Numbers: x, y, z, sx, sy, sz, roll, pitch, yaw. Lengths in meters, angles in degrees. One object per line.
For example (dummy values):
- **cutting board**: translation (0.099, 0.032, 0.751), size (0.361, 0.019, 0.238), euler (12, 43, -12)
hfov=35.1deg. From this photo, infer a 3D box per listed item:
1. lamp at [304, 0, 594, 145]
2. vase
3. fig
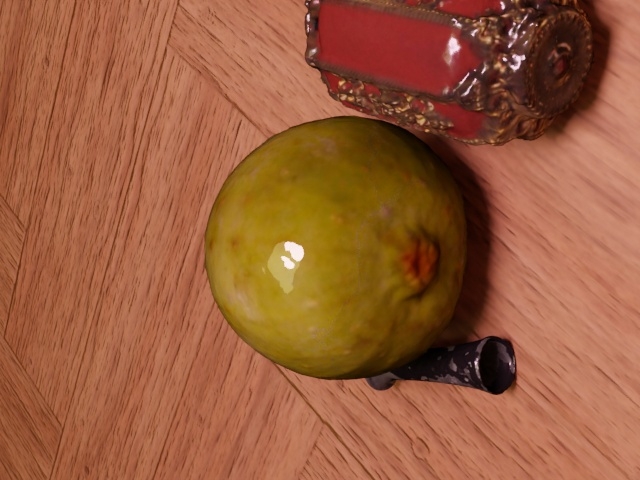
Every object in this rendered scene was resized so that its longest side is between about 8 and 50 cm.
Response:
- **lamp**: translation (0.109, -0.181, 0.918), size (0.274, 0.177, 0.177), euler (22, 113, 45)
- **vase**: translation (0.118, 0.129, 1.044), size (0.167, 0.059, 0.059), euler (-8, 91, 49)
- **fig**: translation (0.000, 0.000, 1.015), size (0.326, 0.258, 0.258), euler (-161, 68, -63)
